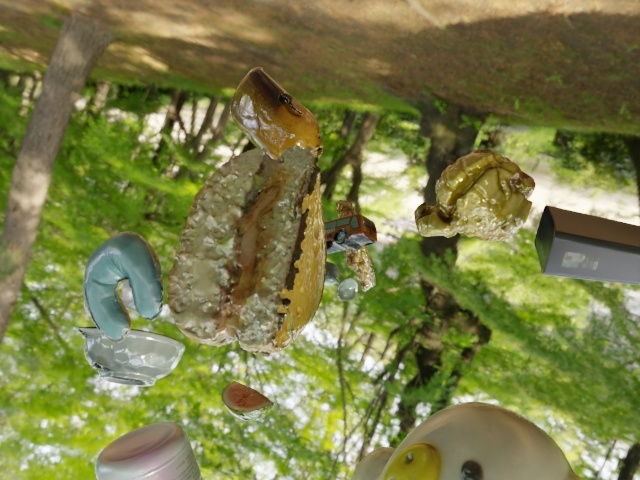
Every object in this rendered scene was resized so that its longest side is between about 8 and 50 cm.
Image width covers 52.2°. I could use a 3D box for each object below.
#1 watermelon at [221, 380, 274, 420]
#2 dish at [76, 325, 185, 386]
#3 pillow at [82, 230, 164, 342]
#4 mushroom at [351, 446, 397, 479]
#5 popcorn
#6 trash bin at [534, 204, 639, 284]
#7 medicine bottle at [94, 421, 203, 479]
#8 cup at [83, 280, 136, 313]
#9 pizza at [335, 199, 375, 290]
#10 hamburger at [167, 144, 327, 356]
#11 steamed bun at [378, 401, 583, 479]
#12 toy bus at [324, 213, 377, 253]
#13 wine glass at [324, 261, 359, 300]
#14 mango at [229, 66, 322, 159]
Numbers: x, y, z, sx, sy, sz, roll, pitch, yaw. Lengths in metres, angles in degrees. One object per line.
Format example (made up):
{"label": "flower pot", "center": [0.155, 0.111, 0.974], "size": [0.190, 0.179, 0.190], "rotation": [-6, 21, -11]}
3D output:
{"label": "watermelon", "center": [-0.203, 0.444, 1.737], "size": [0.163, 0.069, 0.087], "rotation": [17, -143, 41]}
{"label": "dish", "center": [-0.514, 0.322, 1.760], "size": [0.302, 0.120, 0.303], "rotation": [4, 158, 2]}
{"label": "pillow", "center": [-0.412, 0.093, 1.352], "size": [0.086, 0.233, 0.214], "rotation": [7, -124, -53]}
{"label": "mushroom", "center": [0.192, 0.747, 1.981], "size": [0.246, 0.246, 0.202], "rotation": [22, 172, -22]}
{"label": "popcorn", "center": [0.404, -0.104, 1.712], "size": [0.265, 0.332, 0.225], "rotation": [57, -166, -58]}
{"label": "trash bin", "center": [0.629, 0.016, 1.513], "size": [0.225, 0.115, 0.165], "rotation": [11, -152, 5]}
{"label": "medicine bottle", "center": [-0.443, 0.690, 1.777], "size": [0.255, 0.325, 0.256], "rotation": [-17, -170, 3]}
{"label": "cup", "center": [-0.526, 0.123, 1.727], "size": [0.141, 0.134, 0.173], "rotation": [28, -150, 11]}
{"label": "pizza", "center": [0.108, 0.005, 2.199], "size": [0.086, 0.336, 0.226], "rotation": [-16, 166, 5]}
{"label": "hamburger", "center": [-0.125, 0.052, 1.317], "size": [0.268, 0.446, 0.287], "rotation": [0, 146, 14]}
{"label": "steamed bun", "center": [0.257, 0.465, 1.113], "size": [0.333, 0.374, 0.334], "rotation": [32, 176, 2]}
{"label": "toy bus", "center": [0.000, 0.000, 2.085], "size": [0.408, 0.092, 0.093], "rotation": [-12, 152, 40]}
{"label": "wine glass", "center": [0.037, 0.117, 2.021], "size": [0.079, 0.079, 0.195], "rotation": [23, -173, -34]}
{"label": "mango", "center": [-0.114, -0.297, 1.651], "size": [0.287, 0.152, 0.201], "rotation": [45, 177, 26]}
